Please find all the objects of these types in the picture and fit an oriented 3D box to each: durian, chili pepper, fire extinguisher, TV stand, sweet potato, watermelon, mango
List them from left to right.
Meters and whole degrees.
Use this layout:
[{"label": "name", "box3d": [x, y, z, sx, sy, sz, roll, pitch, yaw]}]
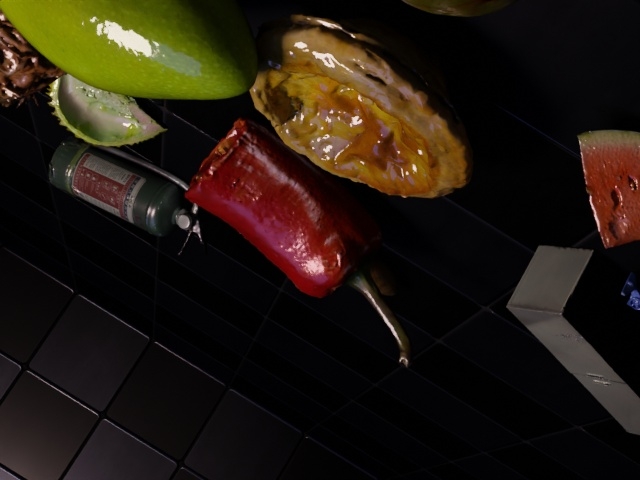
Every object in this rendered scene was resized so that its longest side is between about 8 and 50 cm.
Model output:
[{"label": "durian", "box3d": [-0.306, -0.199, 1.537, 0.100, 0.086, 0.215, -29, 128, 32]}, {"label": "mango", "box3d": [-0.181, -0.216, 1.046, 0.343, 0.156, 0.192, 35, 161, 35]}, {"label": "fire extinguisher", "box3d": [-0.285, -0.071, 1.779, 0.294, 0.118, 0.093, 25, -164, 22]}, {"label": "chili pepper", "box3d": [0.002, -0.004, 1.389, 0.338, 0.135, 0.131, 39, 177, -8]}, {"label": "sweet potato", "box3d": [0.024, 0.017, 1.522, 0.243, 0.077, 0.077, 45, 159, -31]}, {"label": "TV stand", "box3d": [0.322, 0.117, 1.262, 0.269, 0.088, 0.082, 42, 160, -31]}, {"label": "watermelon", "box3d": [0.253, -0.036, 0.951, 0.135, 0.094, 0.125, 39, 169, -10]}]

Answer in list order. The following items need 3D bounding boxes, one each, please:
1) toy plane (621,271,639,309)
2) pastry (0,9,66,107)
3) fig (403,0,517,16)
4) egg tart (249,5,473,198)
[{"label": "toy plane", "box3d": [0.381, 0.088, 1.158, 0.167, 0.054, 0.062, 28, 137, 11]}, {"label": "pastry", "box3d": [-0.404, -0.251, 1.318, 0.274, 0.193, 0.275, 30, 164, 9]}, {"label": "fig", "box3d": [0.050, -0.261, 0.702, 0.259, 0.151, 0.151, 57, 167, 12]}, {"label": "egg tart", "box3d": [0.041, -0.130, 1.037, 0.241, 0.106, 0.241, 27, 160, 10]}]
